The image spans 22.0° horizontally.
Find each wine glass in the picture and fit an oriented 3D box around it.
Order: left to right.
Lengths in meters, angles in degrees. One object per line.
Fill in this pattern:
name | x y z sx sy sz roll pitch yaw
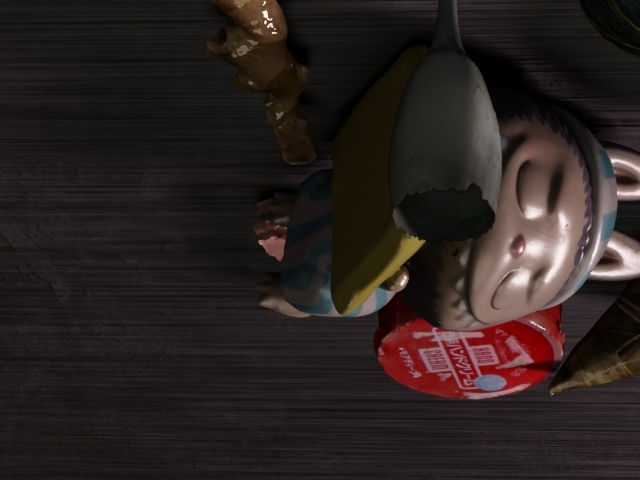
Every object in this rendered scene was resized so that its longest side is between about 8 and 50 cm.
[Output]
wine glass | 0.169 -0.120 1.442 0.264 0.309 0.096 25 143 -34

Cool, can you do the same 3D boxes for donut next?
donut | 0.000 0.000 1.911 0.117 0.065 0.166 -9 149 22

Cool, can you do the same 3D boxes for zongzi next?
zongzi | 0.406 0.137 1.987 0.241 0.111 0.248 -42 139 7

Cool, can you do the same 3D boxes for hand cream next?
hand cream | 0.177 0.077 1.949 0.230 0.149 0.230 4 149 3

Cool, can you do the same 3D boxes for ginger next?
ginger | -0.059 -0.175 1.607 0.089 0.075 0.288 -23 143 -1

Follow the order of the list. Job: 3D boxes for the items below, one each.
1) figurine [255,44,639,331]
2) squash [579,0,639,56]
figurine | 0.178 0.009 1.718 0.378 0.266 0.361 20 155 -20
squash | 0.330 -0.227 1.338 0.252 0.165 0.252 10 175 1
